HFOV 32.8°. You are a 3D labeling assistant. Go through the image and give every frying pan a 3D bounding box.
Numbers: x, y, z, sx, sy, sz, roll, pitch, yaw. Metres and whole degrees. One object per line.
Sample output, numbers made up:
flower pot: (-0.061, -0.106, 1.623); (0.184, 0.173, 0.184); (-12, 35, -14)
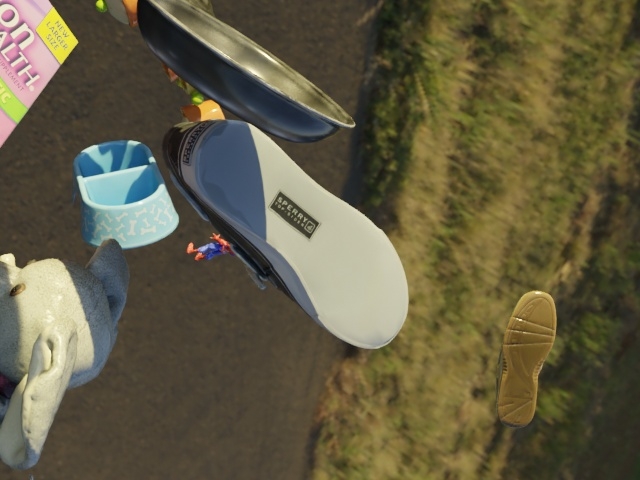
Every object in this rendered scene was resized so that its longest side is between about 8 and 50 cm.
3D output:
frying pan: (-0.102, -0.170, 0.871); (0.197, 0.326, 0.053); (17, 110, -55)

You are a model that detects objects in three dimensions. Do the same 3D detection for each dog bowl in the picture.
dog bowl: (-0.346, -0.088, 1.883); (0.166, 0.297, 0.074); (-13, 121, -13)

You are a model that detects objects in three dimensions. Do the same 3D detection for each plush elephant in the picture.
plush elephant: (-0.296, 0.093, 0.929); (0.255, 0.330, 0.272); (-52, -168, 10)

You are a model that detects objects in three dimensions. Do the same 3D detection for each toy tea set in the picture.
toy tea set: (-0.266, -0.300, 1.772); (0.124, 0.336, 0.200); (-24, 176, -10)

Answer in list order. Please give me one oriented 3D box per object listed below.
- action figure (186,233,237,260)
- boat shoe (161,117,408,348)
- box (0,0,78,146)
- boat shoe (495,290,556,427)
action figure: (-0.157, 0.011, 1.708); (0.038, 0.115, 0.030); (50, 50, -37)
boat shoe: (-0.036, -0.004, 1.061); (0.306, 0.105, 0.113); (38, 77, -31)
box: (-0.404, -0.201, 1.123); (0.213, 0.117, 0.243); (59, 45, -40)
boat shoe: (0.195, 0.112, 1.062); (0.045, 0.050, 0.135); (-103, -154, -82)
